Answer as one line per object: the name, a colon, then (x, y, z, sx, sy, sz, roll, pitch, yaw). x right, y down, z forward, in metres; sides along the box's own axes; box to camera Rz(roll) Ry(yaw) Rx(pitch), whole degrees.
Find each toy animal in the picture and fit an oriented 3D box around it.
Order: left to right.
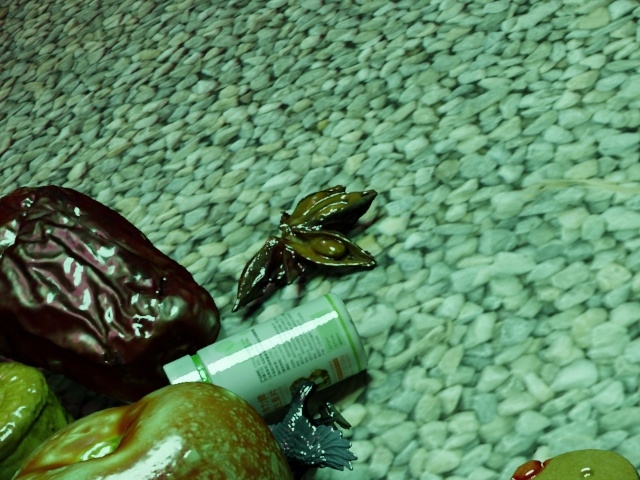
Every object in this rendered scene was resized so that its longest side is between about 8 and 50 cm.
toy animal: (-0.024, 0.187, 1.587, 0.108, 0.062, 0.220, -50, 21, -27)

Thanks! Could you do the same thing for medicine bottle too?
medicine bottle: (-0.052, 0.123, 1.664, 0.183, 0.086, 0.086, -24, 28, -7)

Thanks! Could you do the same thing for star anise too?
star anise: (-0.002, -0.003, 1.875, 0.157, 0.053, 0.212, -9, 34, 35)

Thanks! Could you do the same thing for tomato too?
tomato: (-0.140, 0.255, 1.433, 0.270, 0.222, 0.270, -27, 8, 4)

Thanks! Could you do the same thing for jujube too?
jujube: (-0.249, 0.063, 1.857, 0.342, 0.216, 0.216, 22, 58, 43)

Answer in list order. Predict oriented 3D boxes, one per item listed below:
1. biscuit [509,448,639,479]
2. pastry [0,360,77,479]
biscuit: (0.203, 0.232, 1.336, 0.166, 0.036, 0.225, -28, 29, 7)
pastry: (-0.352, 0.214, 1.810, 0.189, 0.103, 0.188, -24, 29, 14)
